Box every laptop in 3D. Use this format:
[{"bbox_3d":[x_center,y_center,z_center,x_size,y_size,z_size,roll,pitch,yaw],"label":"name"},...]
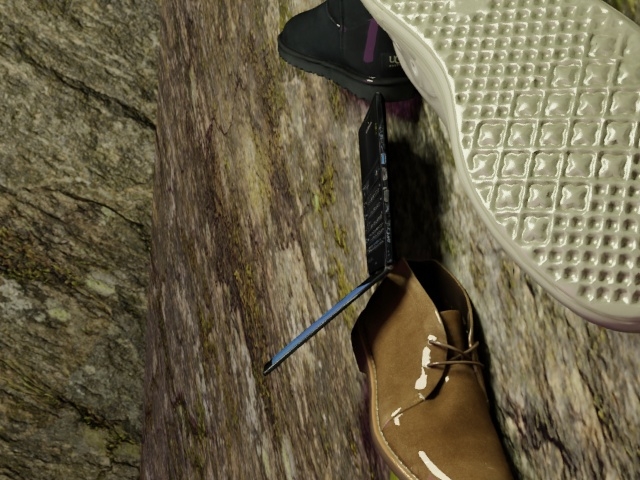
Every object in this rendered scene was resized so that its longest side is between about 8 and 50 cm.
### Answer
[{"bbox_3d":[0.000,0.000,1.216,0.234,0.137,0.264,127,140,-85],"label":"laptop"}]

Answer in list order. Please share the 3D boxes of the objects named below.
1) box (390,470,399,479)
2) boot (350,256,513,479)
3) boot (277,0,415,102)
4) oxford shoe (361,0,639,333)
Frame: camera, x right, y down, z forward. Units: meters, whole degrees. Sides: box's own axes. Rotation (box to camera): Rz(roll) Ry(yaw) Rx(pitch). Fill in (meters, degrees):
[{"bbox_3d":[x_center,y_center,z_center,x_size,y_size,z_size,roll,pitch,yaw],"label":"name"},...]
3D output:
[{"bbox_3d":[0.119,0.258,1.137,0.178,0.042,0.109,-156,64,-68],"label":"box"},{"bbox_3d":[0.108,0.130,1.078,0.305,0.112,0.115,-114,39,-50],"label":"boot"},{"bbox_3d":[0.032,-0.275,1.236,0.246,0.094,0.207,-140,47,-56],"label":"boot"},{"bbox_3d":[0.160,-0.110,0.880,0.130,0.169,0.449,46,-168,-51],"label":"oxford shoe"}]
